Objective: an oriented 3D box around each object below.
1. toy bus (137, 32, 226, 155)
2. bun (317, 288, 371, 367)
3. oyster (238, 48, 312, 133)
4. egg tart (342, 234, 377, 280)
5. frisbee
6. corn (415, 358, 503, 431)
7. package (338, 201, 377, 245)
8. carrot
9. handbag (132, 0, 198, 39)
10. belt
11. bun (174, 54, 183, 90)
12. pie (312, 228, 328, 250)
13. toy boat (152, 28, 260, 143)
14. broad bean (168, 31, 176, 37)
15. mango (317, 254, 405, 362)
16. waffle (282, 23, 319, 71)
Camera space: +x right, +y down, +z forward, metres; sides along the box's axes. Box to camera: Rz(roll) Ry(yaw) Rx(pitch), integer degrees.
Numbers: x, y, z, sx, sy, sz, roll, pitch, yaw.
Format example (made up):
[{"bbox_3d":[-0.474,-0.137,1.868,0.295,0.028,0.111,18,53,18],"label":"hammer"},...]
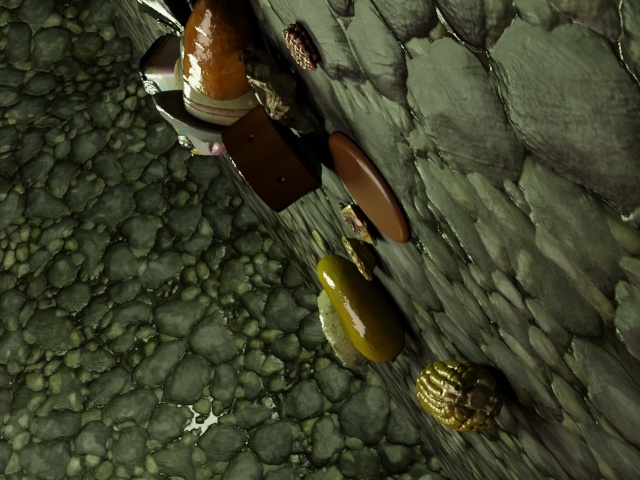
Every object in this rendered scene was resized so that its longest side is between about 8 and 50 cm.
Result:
[{"bbox_3d":[-0.364,-0.406,2.278,0.162,0.171,0.386,13,149,28],"label":"toy bus"},{"bbox_3d":[0.103,0.244,2.263,0.259,0.152,0.259,61,-170,-18],"label":"bun"},{"bbox_3d":[-0.072,-0.287,1.481,0.191,0.081,0.163,52,-159,-33],"label":"oyster"},{"bbox_3d":[0.097,0.035,1.862,0.129,0.049,0.129,57,178,3],"label":"egg tart"},{"bbox_3d":[0.088,-0.097,1.462,0.251,0.021,0.251,53,171,12],"label":"frisbee"},{"bbox_3d":[0.277,0.318,1.616,0.144,0.144,0.387,55,171,4],"label":"corn"},{"bbox_3d":[0.082,-0.037,1.699,0.108,0.031,0.120,56,172,-9],"label":"package"},{"bbox_3d":[-0.187,-0.396,1.497,0.159,0.159,0.225,54,161,11],"label":"carrot"},{"bbox_3d":[-0.371,-0.580,1.775,0.288,0.152,0.342,54,176,-25],"label":"handbag"},{"bbox_3d":[-0.093,-0.175,1.615,0.217,0.122,0.339,53,-173,-7],"label":"belt"},{"bbox_3d":[-0.277,-0.383,2.010,0.237,0.116,0.210,43,-136,-42],"label":"bun"},{"bbox_3d":[0.000,0.000,2.426,0.085,0.017,0.085,55,171,12],"label":"pie"},{"bbox_3d":[-0.238,-0.327,1.803,0.276,0.111,0.293,22,154,-18],"label":"toy boat"},{"bbox_3d":[-0.421,-0.574,2.439,0.318,0.056,0.098,53,171,44],"label":"broad bean"},{"bbox_3d":[0.108,0.178,2.065,0.332,0.142,0.195,56,167,1],"label":"mango"},{"bbox_3d":[-0.031,-0.310,1.250,0.083,0.029,0.075,56,173,-27],"label":"waffle"}]
